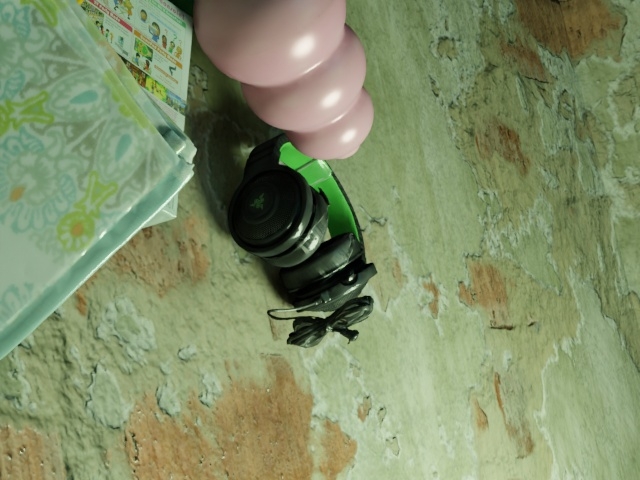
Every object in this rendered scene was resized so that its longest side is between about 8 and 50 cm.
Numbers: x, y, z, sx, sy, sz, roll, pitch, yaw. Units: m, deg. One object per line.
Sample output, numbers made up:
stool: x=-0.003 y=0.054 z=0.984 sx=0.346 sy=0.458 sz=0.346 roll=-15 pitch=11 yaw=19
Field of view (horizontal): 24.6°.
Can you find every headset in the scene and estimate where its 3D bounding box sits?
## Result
headset: x=0.000 y=0.000 z=2.033 sx=0.243 sy=0.185 sz=0.394 roll=50 pitch=27 yaw=-30

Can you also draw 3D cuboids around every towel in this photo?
towel: x=-0.341 y=-0.078 z=1.502 sx=0.374 sy=0.090 sz=0.320 roll=-45 pitch=118 yaw=-17

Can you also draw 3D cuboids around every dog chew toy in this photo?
dog chew toy: x=-0.034 y=-0.246 z=1.997 sx=0.332 sy=0.206 sz=0.207 roll=60 pitch=34 yaw=-34

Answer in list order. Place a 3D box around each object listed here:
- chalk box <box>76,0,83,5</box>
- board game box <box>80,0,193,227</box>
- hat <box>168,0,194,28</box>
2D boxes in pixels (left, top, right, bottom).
chalk box: x=-0.363 y=-0.313 z=1.603 sx=0.180 sy=0.179 sz=0.289 roll=48 pitch=63 yaw=-32
board game box: x=-0.272 y=-0.192 z=1.802 sx=0.224 sy=0.097 sz=0.303 roll=35 pitch=49 yaw=-45
hat: x=-0.122 y=-0.403 z=2.042 sx=0.208 sy=0.183 sz=0.173 roll=-15 pitch=88 yaw=-58
